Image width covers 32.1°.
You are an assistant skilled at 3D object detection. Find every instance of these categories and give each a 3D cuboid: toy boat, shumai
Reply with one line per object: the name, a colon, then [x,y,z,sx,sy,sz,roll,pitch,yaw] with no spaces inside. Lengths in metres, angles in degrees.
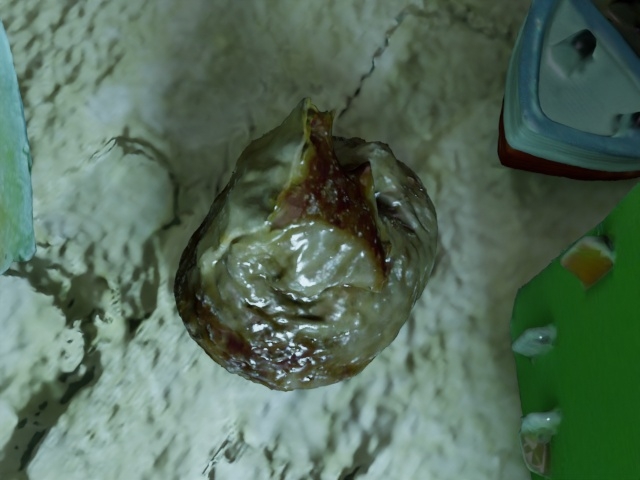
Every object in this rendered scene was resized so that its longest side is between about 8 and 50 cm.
toy boat: [0.229,-0.135,0.624,0.332,0.133,0.145,-32,79,-19]
shumai: [-0.007,0.008,0.557,0.139,0.105,0.123,-44,85,4]

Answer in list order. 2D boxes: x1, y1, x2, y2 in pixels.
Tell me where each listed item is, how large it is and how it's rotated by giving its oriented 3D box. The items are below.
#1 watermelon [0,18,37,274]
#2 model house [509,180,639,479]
watermelon: [-0.264,0.028,0.381,0.387,0.258,0.228,-27,118,-20]
model house: [0.270,0.075,0.429,0.312,0.358,0.242,-2,68,-9]
